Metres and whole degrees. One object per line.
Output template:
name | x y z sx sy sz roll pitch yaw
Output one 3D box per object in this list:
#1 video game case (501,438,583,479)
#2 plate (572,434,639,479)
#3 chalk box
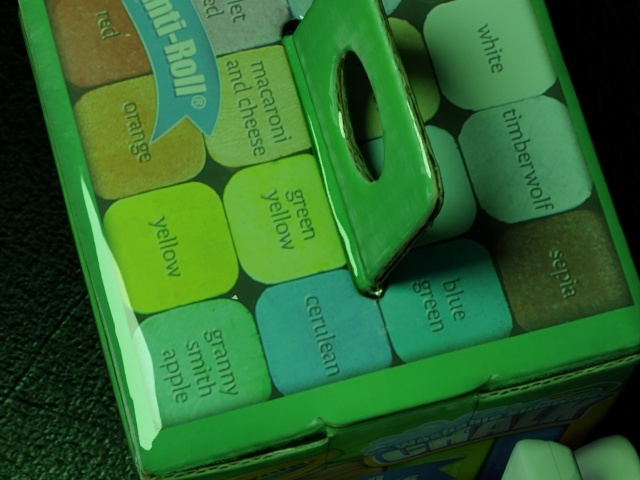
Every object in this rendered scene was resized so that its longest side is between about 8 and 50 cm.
video game case | 0.054 0.202 0.626 0.193 0.023 0.212 -101 26 -61
plate | 0.054 0.245 0.755 0.278 0.045 0.277 -38 59 52
chalk box | 0.000 0.000 0.720 0.289 0.179 0.180 93 162 -71
